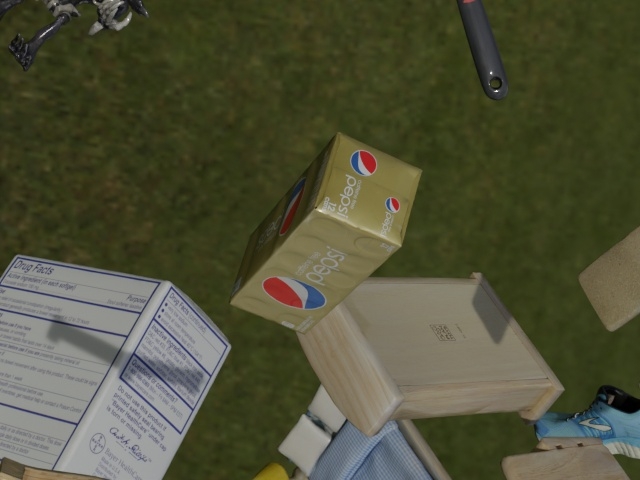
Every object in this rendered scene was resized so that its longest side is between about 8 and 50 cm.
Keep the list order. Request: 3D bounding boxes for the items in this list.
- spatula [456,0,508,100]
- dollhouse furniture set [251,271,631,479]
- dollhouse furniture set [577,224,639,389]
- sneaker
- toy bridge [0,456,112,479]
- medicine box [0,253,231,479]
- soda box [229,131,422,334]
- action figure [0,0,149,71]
[{"bbox_3d":[0.155,-0.295,1.720,0.030,0.084,0.297,89,-15,-78],"label":"spatula"},{"bbox_3d":[0.049,0.213,1.291,0.198,0.286,0.303,1,134,-41],"label":"dollhouse furniture set"},{"bbox_3d":[0.325,0.074,0.918,0.262,0.259,0.135,3,142,-45],"label":"dollhouse furniture set"},{"bbox_3d":[0.289,0.177,1.561,0.063,0.162,0.073,-31,109,-49],"label":"sneaker"},{"bbox_3d":[-0.120,0.180,0.994,0.063,0.188,0.026,-124,-124,-76],"label":"toy bridge"},{"bbox_3d":[-0.291,0.181,1.755,0.149,0.263,0.289,52,58,-43],"label":"medicine box"},{"bbox_3d":[0.000,0.000,1.006,0.181,0.061,0.058,135,-24,-61],"label":"soda box"},{"bbox_3d":[-0.325,-0.343,2.091,0.275,0.141,0.164,-41,98,-31],"label":"action figure"}]
